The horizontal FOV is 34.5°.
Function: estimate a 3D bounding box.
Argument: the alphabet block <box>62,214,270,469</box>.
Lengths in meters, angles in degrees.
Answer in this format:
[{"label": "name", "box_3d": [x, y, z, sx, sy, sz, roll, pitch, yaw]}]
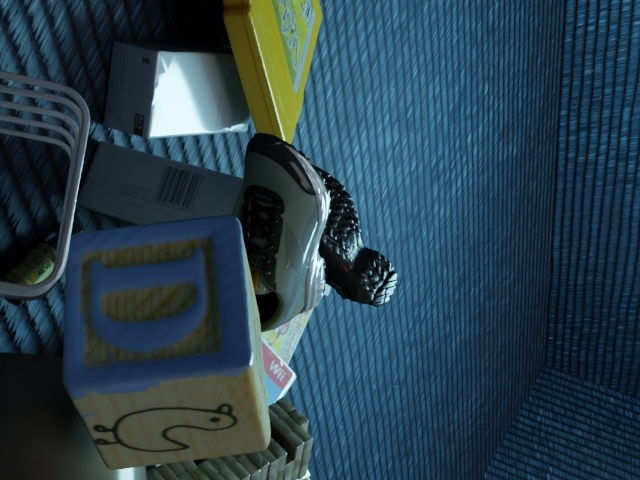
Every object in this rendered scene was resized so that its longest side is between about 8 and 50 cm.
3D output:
[{"label": "alphabet block", "box_3d": [-0.160, 0.112, 1.106, 0.197, 0.192, 0.193, 83, 1, -55]}]

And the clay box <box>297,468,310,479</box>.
[{"label": "clay box", "box_3d": [-0.114, 0.325, 1.763, 0.127, 0.053, 0.222, -14, 79, -47]}]

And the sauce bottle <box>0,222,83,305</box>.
[{"label": "sauce bottle", "box_3d": [-0.347, 0.026, 1.283, 0.128, 0.042, 0.042, -54, 149, -35]}]

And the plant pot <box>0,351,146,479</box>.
[{"label": "plant pot", "box_3d": [-0.333, 0.291, 1.228, 0.323, 0.323, 0.280, 44, 52, -61]}]

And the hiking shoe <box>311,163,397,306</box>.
[{"label": "hiking shoe", "box_3d": [0.000, 0.000, 1.341, 0.086, 0.114, 0.227, -49, 117, -35]}]

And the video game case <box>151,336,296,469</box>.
[{"label": "video game case", "box_3d": [-0.177, 0.261, 1.660, 0.204, 0.025, 0.285, 50, 56, -22]}]

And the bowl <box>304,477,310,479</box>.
[{"label": "bowl", "box_3d": [-0.153, 0.495, 1.783, 0.156, 0.289, 0.289, -38, 179, 41]}]

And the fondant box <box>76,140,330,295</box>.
[{"label": "fondant box", "box_3d": [-0.139, -0.024, 1.424, 0.330, 0.238, 0.096, 32, 76, -63]}]

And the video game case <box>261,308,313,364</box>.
[{"label": "video game case", "box_3d": [-0.091, 0.168, 1.875, 0.227, 0.026, 0.206, -66, 153, -12]}]

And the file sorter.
[{"label": "file sorter", "box_3d": [-0.317, -0.044, 0.958, 0.278, 0.173, 0.193, 163, -64, -73]}]

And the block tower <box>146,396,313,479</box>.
[{"label": "block tower", "box_3d": [-0.155, 0.344, 1.449, 0.335, 0.091, 0.097, -25, 140, -36]}]

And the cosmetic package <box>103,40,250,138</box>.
[{"label": "cosmetic package", "box_3d": [-0.185, -0.206, 1.397, 0.231, 0.085, 0.117, -12, 115, -58]}]

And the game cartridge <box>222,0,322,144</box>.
[{"label": "game cartridge", "box_3d": [-0.062, -0.326, 1.460, 0.285, 0.053, 0.323, 75, 17, -48]}]

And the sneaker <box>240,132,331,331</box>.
[{"label": "sneaker", "box_3d": [-0.054, -0.002, 1.227, 0.108, 0.100, 0.271, -40, 139, -40]}]
